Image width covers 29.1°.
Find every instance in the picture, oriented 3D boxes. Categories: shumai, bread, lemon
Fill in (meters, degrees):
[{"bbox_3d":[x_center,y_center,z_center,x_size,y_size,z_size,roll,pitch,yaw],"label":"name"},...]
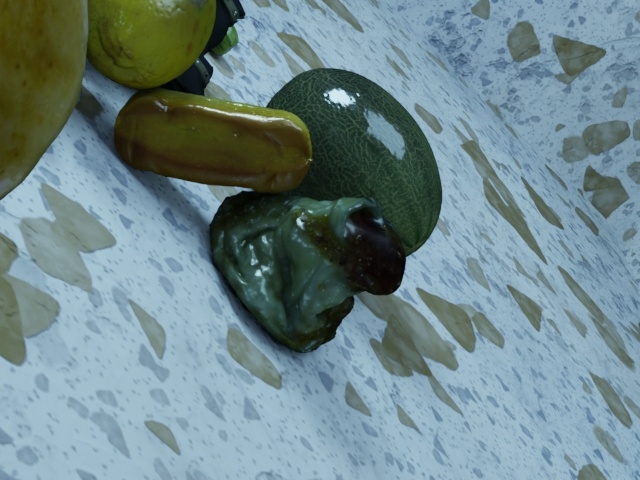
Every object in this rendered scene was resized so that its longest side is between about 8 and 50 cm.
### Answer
[{"bbox_3d":[0.000,0.000,1.545,0.222,0.203,0.272,35,19,-38],"label":"shumai"},{"bbox_3d":[-0.130,-0.125,1.516,0.245,0.102,0.094,11,24,-4],"label":"bread"},{"bbox_3d":[-0.212,-0.275,1.498,0.170,0.170,0.207,41,44,-22],"label":"lemon"}]

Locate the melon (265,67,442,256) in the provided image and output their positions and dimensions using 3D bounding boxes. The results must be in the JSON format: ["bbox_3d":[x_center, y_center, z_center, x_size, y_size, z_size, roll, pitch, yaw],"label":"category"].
[{"bbox_3d":[0.044,-0.103,1.776,0.301,0.237,0.237,51,19,7],"label":"melon"}]

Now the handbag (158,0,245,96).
[{"bbox_3d":[-0.236,-0.346,1.735,0.288,0.152,0.342,47,39,-26],"label":"handbag"}]

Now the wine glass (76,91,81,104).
[{"bbox_3d":[-0.324,-0.226,1.427,0.093,0.093,0.202,34,21,-37],"label":"wine glass"}]

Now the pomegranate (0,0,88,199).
[{"bbox_3d":[-0.344,-0.168,0.889,0.410,0.410,0.410,42,20,-19],"label":"pomegranate"}]

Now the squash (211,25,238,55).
[{"bbox_3d":[-0.219,-0.407,2.058,0.229,0.066,0.066,51,19,3],"label":"squash"}]
